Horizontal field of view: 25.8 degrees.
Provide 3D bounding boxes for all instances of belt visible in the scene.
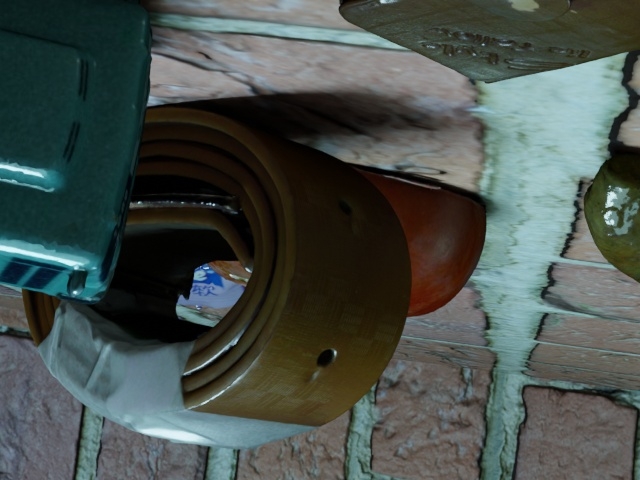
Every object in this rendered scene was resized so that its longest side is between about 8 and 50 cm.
[{"bbox_3d":[-0.067,0.023,0.795,0.105,0.184,0.261,14,170,-43],"label":"belt"}]

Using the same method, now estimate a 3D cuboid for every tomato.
[{"bbox_3d":[0.001,0.003,0.967,0.225,0.085,0.225,10,174,1],"label":"tomato"}]

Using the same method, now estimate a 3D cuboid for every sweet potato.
[{"bbox_3d":[0.222,0.007,0.832,0.075,0.075,0.273,1,165,42],"label":"sweet potato"}]

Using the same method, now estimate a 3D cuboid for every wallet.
[{"bbox_3d":[0.087,-0.082,0.466,0.095,0.026,0.176,16,168,-35],"label":"wallet"}]

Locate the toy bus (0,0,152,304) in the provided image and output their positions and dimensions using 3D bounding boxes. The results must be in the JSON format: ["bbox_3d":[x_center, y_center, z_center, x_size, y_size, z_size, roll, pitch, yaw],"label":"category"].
[{"bbox_3d":[-0.195,-0.056,0.572,0.256,0.128,0.147,12,170,-14],"label":"toy bus"}]

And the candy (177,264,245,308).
[{"bbox_3d":[-0.148,0.017,1.259,0.275,0.070,0.145,11,166,7],"label":"candy"}]
